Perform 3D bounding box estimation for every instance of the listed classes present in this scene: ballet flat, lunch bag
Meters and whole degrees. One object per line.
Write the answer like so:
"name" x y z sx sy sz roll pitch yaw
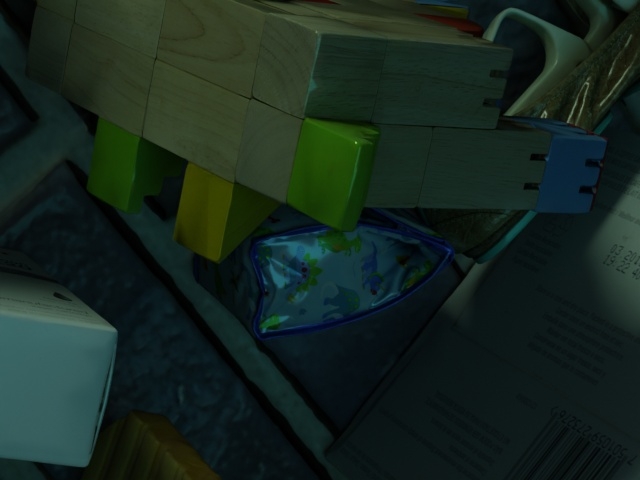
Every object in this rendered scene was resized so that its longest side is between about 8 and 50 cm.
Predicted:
"ballet flat" 0.186 -0.133 1.343 0.342 0.116 0.124 -43 94 -12
"lunch bag" 0.000 0.000 1.286 0.151 0.129 0.096 -8 113 -21

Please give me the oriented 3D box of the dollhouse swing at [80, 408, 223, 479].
"dollhouse swing" -0.222 0.291 1.154 0.315 0.347 0.305 -1 107 -24

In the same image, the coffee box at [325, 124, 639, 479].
"coffee box" 0.281 0.167 1.345 0.334 0.337 0.338 39 87 -28

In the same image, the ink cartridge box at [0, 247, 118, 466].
"ink cartridge box" -0.237 0.058 1.148 0.158 0.218 0.092 11 96 -27

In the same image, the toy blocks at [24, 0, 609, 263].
"toy blocks" 0.004 -0.105 1.152 0.261 0.381 0.191 0 108 -40
